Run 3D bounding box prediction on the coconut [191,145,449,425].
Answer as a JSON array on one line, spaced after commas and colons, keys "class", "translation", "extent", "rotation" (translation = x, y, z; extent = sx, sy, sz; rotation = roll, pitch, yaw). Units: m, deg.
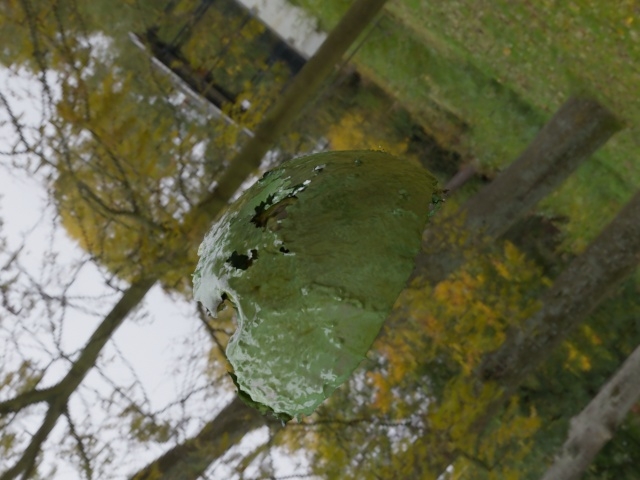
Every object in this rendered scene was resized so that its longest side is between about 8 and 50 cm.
[{"class": "coconut", "translation": [-0.004, -0.003, 0.397], "extent": [0.055, 0.133, 0.158], "rotation": [53, 178, -31]}]
